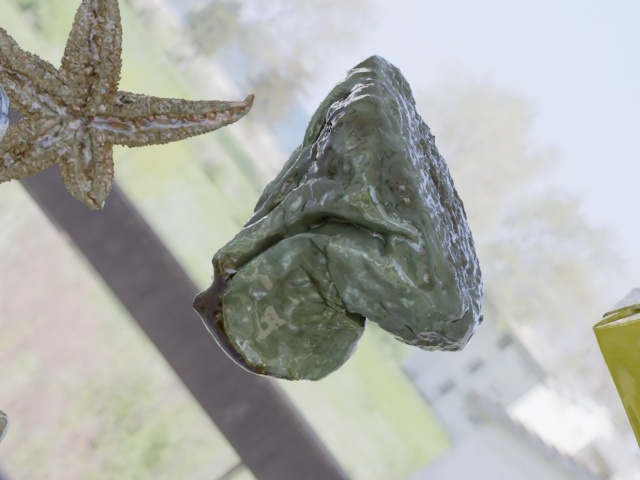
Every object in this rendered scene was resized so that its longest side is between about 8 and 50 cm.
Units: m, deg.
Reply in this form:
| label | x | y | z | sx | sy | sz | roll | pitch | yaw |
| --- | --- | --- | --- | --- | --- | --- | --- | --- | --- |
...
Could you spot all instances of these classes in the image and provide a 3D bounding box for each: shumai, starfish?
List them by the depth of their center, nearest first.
| label | x | y | z | sx | sy | sz | roll | pitch | yaw |
| --- | --- | --- | --- | --- | --- | --- | --- | --- | --- |
| starfish | -0.212 | -0.139 | 1.784 | 0.048 | 0.295 | 0.231 | -109 | -173 | -78 |
| shumai | 0.000 | 0.000 | 1.907 | 0.304 | 0.263 | 0.309 | 70 | 12 | 18 |

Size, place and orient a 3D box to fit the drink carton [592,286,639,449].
| label | x | y | z | sx | sy | sz | roll | pitch | yaw |
| --- | --- | --- | --- | --- | --- | --- | --- | --- | --- |
| drink carton | 0.405 | 0.083 | 1.547 | 0.111 | 0.351 | 0.155 | -33 | 103 | -55 |

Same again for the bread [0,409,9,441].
| label | x | y | z | sx | sy | sz | roll | pitch | yaw |
| --- | --- | --- | --- | --- | --- | --- | --- | --- | --- |
| bread | -0.397 | 0.233 | 1.772 | 0.114 | 0.185 | 0.275 | 46 | 19 | -10 |

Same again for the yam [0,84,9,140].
| label | x | y | z | sx | sy | sz | roll | pitch | yaw |
| --- | --- | --- | --- | --- | --- | --- | --- | --- | --- |
| yam | -0.258 | -0.077 | 1.330 | 0.068 | 0.068 | 0.169 | 52 | 12 | -7 |
